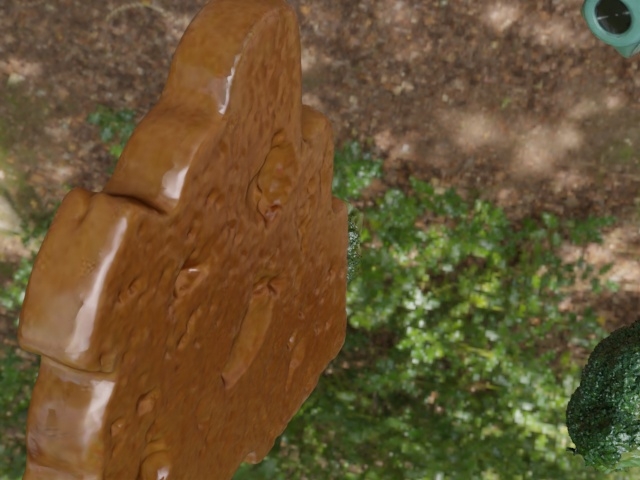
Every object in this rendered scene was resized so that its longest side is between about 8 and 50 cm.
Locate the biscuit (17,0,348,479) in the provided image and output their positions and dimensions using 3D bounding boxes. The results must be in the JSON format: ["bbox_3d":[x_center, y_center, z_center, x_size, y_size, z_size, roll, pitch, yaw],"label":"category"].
[{"bbox_3d":[-0.050,0.038,0.457,0.043,0.283,0.306,17,174,20],"label":"biscuit"}]

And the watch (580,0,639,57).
[{"bbox_3d":[0.272,-0.224,0.599,0.068,0.195,0.237,49,155,8],"label":"watch"}]

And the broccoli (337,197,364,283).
[{"bbox_3d":[0.000,0.000,1.260,0.146,0.138,0.162,47,157,-9],"label":"broccoli"}]

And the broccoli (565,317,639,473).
[{"bbox_3d":[0.449,0.207,1.085,0.269,0.269,0.254,-2,172,34],"label":"broccoli"}]
